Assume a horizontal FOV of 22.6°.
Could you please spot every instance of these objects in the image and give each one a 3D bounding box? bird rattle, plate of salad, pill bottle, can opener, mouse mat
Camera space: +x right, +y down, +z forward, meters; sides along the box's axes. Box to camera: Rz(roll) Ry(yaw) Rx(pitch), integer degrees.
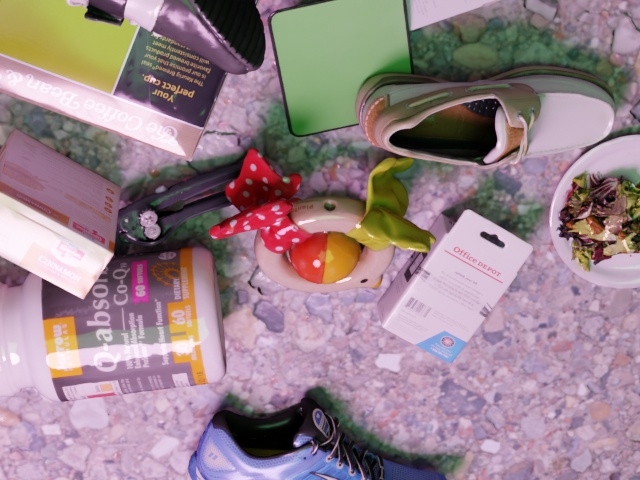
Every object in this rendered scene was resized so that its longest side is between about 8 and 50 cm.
[{"bbox_3d":[0.000,0.000,1.823,0.253,0.143,0.207,-7,144,-10],"label":"bird rattle"},{"bbox_3d":[0.371,-0.028,1.893,0.199,0.048,0.200,-2,115,-4],"label":"plate of salad"},{"bbox_3d":[-0.253,0.100,1.838,0.278,0.162,0.162,-7,115,-2],"label":"pill bottle"},{"bbox_3d":[-0.151,-0.047,1.836,0.186,0.073,0.059,-26,111,-3],"label":"can opener"},{"bbox_3d":[0.027,-0.196,1.773,0.152,0.007,0.190,-12,136,-2],"label":"mouse mat"}]

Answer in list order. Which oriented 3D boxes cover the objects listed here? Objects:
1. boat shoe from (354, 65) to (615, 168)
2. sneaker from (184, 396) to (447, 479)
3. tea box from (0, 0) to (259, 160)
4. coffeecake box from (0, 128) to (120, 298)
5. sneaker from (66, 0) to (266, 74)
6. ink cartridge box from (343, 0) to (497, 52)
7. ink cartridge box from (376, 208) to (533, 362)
[{"bbox_3d":[0.195,-0.127,1.790,0.302,0.103,0.113,-4,120,-11],"label":"boat shoe"},{"bbox_3d":[0.006,0.281,1.960,0.330,0.130,0.147,10,116,-9],"label":"sneaker"},{"bbox_3d":[-0.225,-0.306,1.623,0.329,0.220,0.324,21,110,-13],"label":"tea box"},{"bbox_3d":[-0.300,-0.032,1.760,0.142,0.185,0.068,30,109,-16],"label":"coffeecake box"},{"bbox_3d":[-0.193,-0.259,1.476,0.146,0.122,0.330,-34,115,30],"label":"sneaker"},{"bbox_3d":[0.093,-0.331,1.732,0.208,0.045,0.206,-18,116,5],"label":"ink cartridge box"},{"bbox_3d":[0.160,0.044,1.901,0.104,0.060,0.180,29,109,-16],"label":"ink cartridge box"}]
